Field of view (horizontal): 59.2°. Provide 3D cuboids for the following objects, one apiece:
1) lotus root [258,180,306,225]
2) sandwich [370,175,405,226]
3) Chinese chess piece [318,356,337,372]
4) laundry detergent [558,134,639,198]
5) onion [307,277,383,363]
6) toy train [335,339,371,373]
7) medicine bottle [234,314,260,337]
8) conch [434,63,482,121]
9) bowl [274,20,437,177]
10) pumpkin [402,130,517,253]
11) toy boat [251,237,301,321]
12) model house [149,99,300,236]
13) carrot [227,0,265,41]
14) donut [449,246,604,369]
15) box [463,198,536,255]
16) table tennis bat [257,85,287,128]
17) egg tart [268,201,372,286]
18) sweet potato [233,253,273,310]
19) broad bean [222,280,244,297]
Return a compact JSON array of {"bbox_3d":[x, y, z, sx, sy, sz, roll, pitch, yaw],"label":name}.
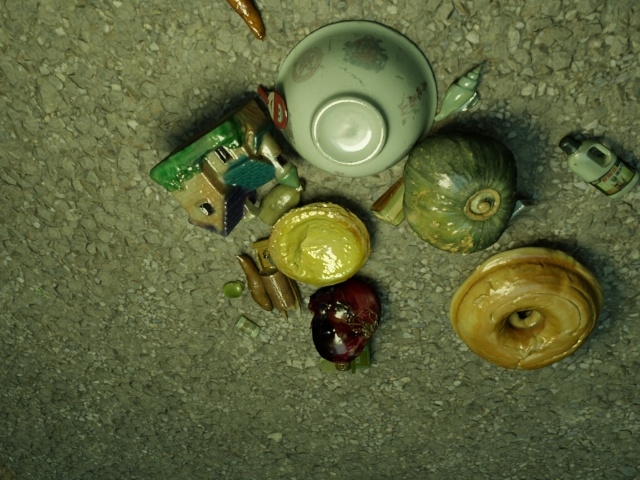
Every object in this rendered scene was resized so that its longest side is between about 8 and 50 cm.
[{"bbox_3d":[-0.114,-0.113,1.656,0.090,0.077,0.183,40,122,-19],"label":"lotus root"},{"bbox_3d":[0.227,-0.129,1.634,0.079,0.113,0.163,37,87,-16],"label":"sandwich"},{"bbox_3d":[0.036,0.443,2.046,0.084,0.034,0.084,2,125,4],"label":"Chinese chess piece"},{"bbox_3d":[0.721,-0.203,1.480,0.226,0.070,0.099,32,131,-13],"label":"laundry detergent"},{"bbox_3d":[0.073,0.255,1.770,0.281,0.280,0.221,-21,142,21],"label":"onion"},{"bbox_3d":[0.113,0.363,1.947,0.137,0.090,0.225,-3,124,6],"label":"toy train"},{"bbox_3d":[-0.258,0.304,1.983,0.083,0.047,0.047,37,121,-16],"label":"medicine bottle"},{"bbox_3d":[0.357,-0.372,1.428,0.065,0.088,0.180,56,133,22],"label":"conch"},{"bbox_3d":[0.077,-0.309,1.423,0.435,0.196,0.434,4,125,6],"label":"bowl"},{"bbox_3d":[0.353,-0.123,1.471,0.292,0.257,0.327,2,117,-12],"label":"pumpkin"},{"bbox_3d":[-0.136,0.132,1.805,0.090,0.115,0.310,-11,122,15],"label":"toy boat"},{"bbox_3d":[-0.236,-0.177,1.527,0.312,0.245,0.280,-24,111,30],"label":"model house"},{"bbox_3d":[-0.206,-0.590,1.357,0.059,0.059,0.248,-28,120,24],"label":"carrot"},{"bbox_3d":[0.616,0.208,1.703,0.449,0.198,0.448,5,124,7],"label":"donut"},{"bbox_3d":[0.503,-0.037,1.601,0.220,0.122,0.032,-44,70,31],"label":"box"},{"bbox_3d":[-0.122,-0.353,1.461,0.019,0.154,0.098,-20,142,-24],"label":"table tennis bat"},{"bbox_3d":[0.000,0.000,1.688,0.315,0.120,0.314,0,127,1],"label":"egg tart"},{"bbox_3d":[-0.213,0.139,1.852,0.067,0.067,0.273,-12,125,16],"label":"sweet potato"},{"bbox_3d":[-0.292,0.167,1.897,0.083,0.045,0.063,-23,117,31],"label":"broad bean"}]
